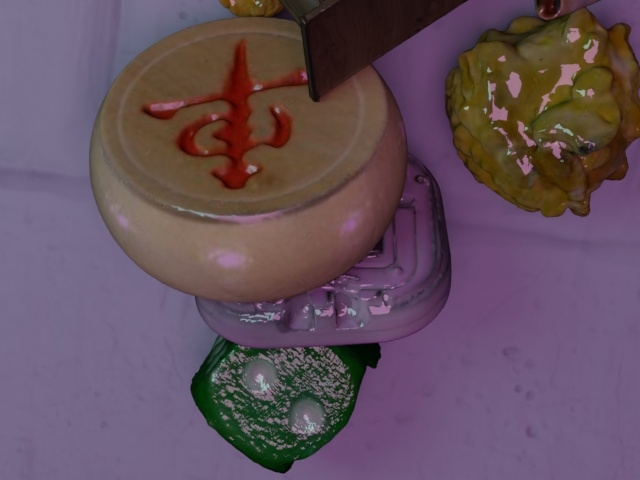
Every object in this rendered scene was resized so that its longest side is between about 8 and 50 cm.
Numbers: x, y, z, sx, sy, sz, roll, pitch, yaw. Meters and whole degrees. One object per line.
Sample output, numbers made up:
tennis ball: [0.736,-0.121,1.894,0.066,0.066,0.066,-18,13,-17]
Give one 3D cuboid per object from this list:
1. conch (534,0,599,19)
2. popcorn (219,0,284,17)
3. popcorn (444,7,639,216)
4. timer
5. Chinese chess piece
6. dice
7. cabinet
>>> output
conch: [0.207,-0.236,1.408,0.094,0.176,0.104,44,145,23]
popcorn: [-0.057,-0.218,1.447,0.084,0.084,0.084,0,106,0]
popcorn: [0.188,-0.111,1.456,0.173,0.142,0.173,2,95,23]
timer: [0.000,0.000,1.455,0.208,0.191,0.069,-3,137,-1]
Chinese chess piece: [-0.057,-0.068,1.405,0.250,0.251,0.097,-3,139,1]
dice: [-0.031,0.110,1.515,0.120,0.128,0.131,37,104,-8]
cabinet: [0.029,-0.251,1.341,0.215,0.148,0.175,-34,73,-7]
